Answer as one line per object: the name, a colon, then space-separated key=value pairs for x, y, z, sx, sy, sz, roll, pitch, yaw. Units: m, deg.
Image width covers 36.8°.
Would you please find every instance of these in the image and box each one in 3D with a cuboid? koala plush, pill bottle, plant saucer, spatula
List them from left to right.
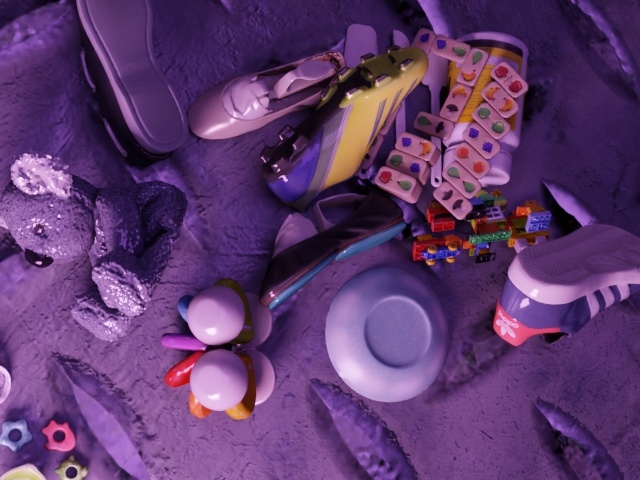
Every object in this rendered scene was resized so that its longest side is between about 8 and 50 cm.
koala plush: x=-0.297 y=-0.019 z=1.199 sx=0.221 sy=0.196 sz=0.203 roll=27 pitch=61 yaw=-12
plant saucer: x=0.104 y=0.132 z=1.375 sx=0.194 sy=0.037 sz=0.195 roll=4 pitch=78 yaw=-18
spatula: x=0.116 y=-0.204 z=1.454 sx=0.168 sy=0.019 sz=0.242 roll=4 pitch=83 yaw=-19
pill bottle: x=0.243 y=-0.194 z=1.438 sx=0.119 sy=0.119 sz=0.209 roll=12 pitch=76 yaw=-16

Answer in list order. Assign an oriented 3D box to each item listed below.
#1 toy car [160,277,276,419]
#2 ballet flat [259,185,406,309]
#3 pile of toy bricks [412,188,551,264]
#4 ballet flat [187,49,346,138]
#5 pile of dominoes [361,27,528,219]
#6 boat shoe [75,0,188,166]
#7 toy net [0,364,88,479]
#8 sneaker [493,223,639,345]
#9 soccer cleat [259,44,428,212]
toy car: x=-0.141 y=0.142 z=1.250 sx=0.136 sy=0.159 sz=0.182 roll=-7 pitch=81 yaw=17
ballet flat: x=0.000 y=0.000 z=1.326 sx=0.280 sy=0.095 sz=0.096 roll=-29 pitch=79 yaw=-40
pile of toy bricks: x=0.234 y=-0.040 z=1.427 sx=0.212 sy=0.118 sz=0.105 roll=-7 pitch=46 yaw=-10
ballet flat: x=-0.069 y=-0.212 z=1.357 sx=0.248 sy=0.086 sz=0.086 roll=-22 pitch=88 yaw=-21
pile of dominoes: x=0.169 y=-0.173 z=1.369 sx=0.196 sy=0.040 sz=0.251 roll=24 pitch=84 yaw=23
boat shoe: x=-0.273 y=-0.245 z=1.289 sx=0.114 sy=0.091 sz=0.303 roll=-11 pitch=81 yaw=-40
toy net: x=-0.382 y=0.226 z=1.190 sx=0.122 sy=0.045 sz=0.232 roll=-27 pitch=89 yaw=-21
sneaker: x=0.386 y=0.075 z=1.448 sx=0.350 sy=0.148 sz=0.131 roll=-6 pitch=40 yaw=-37
soccer cleat: x=0.043 y=-0.158 z=1.355 sx=0.289 sy=0.093 sz=0.121 roll=-42 pitch=126 yaw=-2
